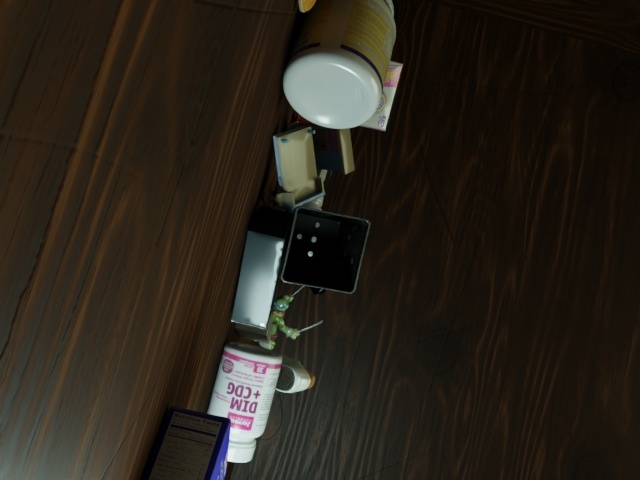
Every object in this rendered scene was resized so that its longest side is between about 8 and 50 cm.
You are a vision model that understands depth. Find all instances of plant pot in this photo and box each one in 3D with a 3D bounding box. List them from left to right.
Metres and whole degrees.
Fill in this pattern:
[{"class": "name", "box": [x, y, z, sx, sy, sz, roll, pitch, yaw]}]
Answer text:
[{"class": "plant pot", "box": [-0.001, 0.010, 1.740, 0.167, 0.188, 0.188, -135, -123, -76]}]

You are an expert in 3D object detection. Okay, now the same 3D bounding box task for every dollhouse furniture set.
[{"class": "dollhouse furniture set", "box": [-0.087, -0.262, 1.852, 0.303, 0.198, 0.287, -31, 120, -44]}]

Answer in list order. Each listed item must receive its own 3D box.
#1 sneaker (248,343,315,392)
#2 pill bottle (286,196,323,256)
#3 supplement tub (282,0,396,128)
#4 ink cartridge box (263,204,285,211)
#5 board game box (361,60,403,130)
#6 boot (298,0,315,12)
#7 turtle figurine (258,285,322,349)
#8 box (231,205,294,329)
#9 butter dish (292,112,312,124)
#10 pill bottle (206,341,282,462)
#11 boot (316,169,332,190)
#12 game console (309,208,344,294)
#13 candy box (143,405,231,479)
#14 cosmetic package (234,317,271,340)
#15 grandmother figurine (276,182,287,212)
[{"class": "sneaker", "box": [-0.137, 0.369, 1.958, 0.123, 0.290, 0.106, 14, 92, -48]}, {"class": "pill bottle", "box": [-0.050, -0.044, 1.950, 0.108, 0.108, 0.194, 102, 1, -69]}, {"class": "supplement tub", "box": [0.056, -0.469, 1.702, 0.241, 0.240, 0.331, 103, 2, -57]}, {"class": "ink cartridge box", "box": [-0.142, -0.031, 2.011, 0.209, 0.062, 0.109, 101, 3, -83]}, {"class": "board game box", "box": [0.107, -0.516, 2.336, 0.064, 0.316, 0.242, 38, -63, 56]}, {"class": "boot", "box": [0.075, -0.618, 1.478, 0.104, 0.211, 0.295, -72, 176, -68]}, {"class": "turtle figurine", "box": [-0.135, 0.324, 2.805, 0.274, 0.198, 0.266, -18, 156, -40]}, {"class": "box", "box": [-0.149, 0.068, 1.799, 0.184, 0.103, 0.261, -83, -174, -67]}, {"class": "butter dish", "box": [-0.044, -0.300, 2.169, 0.160, 0.118, 0.160, 102, 3, -80]}, {"class": "pill bottle", "box": [-0.209, 0.422, 1.817, 0.160, 0.160, 0.283, 82, 22, -88]}, {"class": "boot", "box": [-0.032, -0.122, 2.522, 0.445, 0.146, 0.367, -97, -161, -63]}, {"class": "game console", "box": [0.000, 0.000, 1.988, 0.213, 0.044, 0.361, -58, -153, 12]}, {"class": "candy box", "box": [-0.255, 0.491, 1.201, 0.268, 0.122, 0.317, 102, 4, -51]}, {"class": "cosmetic package", "box": [-0.198, 0.262, 2.083, 0.239, 0.098, 0.061, 103, -1, -76]}, {"class": "grandmother figurine", "box": [-0.119, -0.055, 2.255, 0.208, 0.103, 0.343, -87, -175, -51]}]
